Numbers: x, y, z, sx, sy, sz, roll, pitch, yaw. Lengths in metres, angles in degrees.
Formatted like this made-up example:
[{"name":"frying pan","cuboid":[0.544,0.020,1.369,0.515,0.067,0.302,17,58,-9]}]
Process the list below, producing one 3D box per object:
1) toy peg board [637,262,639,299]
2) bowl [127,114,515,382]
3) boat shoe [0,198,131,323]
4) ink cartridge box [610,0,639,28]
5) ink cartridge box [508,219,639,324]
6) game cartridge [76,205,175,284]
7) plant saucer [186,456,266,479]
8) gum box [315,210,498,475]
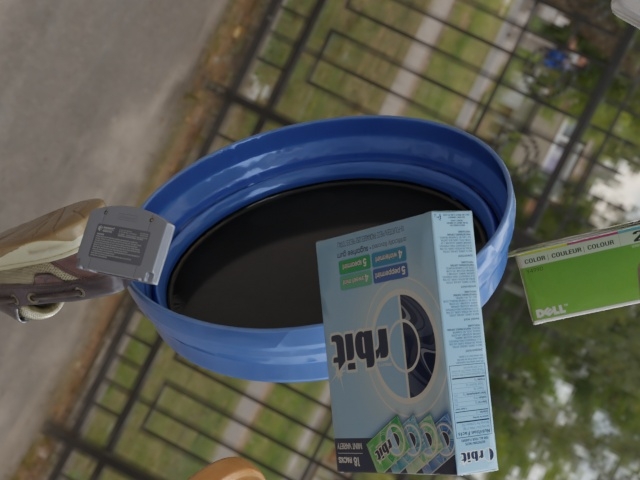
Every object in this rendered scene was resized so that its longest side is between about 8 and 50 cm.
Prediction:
[{"name":"toy peg board","cuboid":[0.363,0.089,1.076,0.161,0.079,0.161,-8,94,-37]},{"name":"bowl","cuboid":[0.000,0.000,1.230,0.391,0.391,0.077,-55,141,-48]},{"name":"boat shoe","cuboid":[-0.282,0.034,1.185,0.285,0.092,0.103,-16,-165,44]},{"name":"ink cartridge box","cuboid":[0.429,-0.288,0.949,0.395,0.166,0.285,-20,138,-45]},{"name":"ink cartridge box","cuboid":[0.321,0.035,1.425,0.255,0.189,0.097,-9,85,-68]},{"name":"game cartridge","cuboid":[-0.149,0.002,0.950,0.017,0.083,0.056,23,79,-54]},{"name":"plant saucer","cuboid":[-0.087,0.228,0.760,0.200,0.037,0.200,-49,156,-31]},{"name":"gum box","cuboid":[0.060,0.080,0.924,0.157,0.041,0.184,-16,-103,57]}]
